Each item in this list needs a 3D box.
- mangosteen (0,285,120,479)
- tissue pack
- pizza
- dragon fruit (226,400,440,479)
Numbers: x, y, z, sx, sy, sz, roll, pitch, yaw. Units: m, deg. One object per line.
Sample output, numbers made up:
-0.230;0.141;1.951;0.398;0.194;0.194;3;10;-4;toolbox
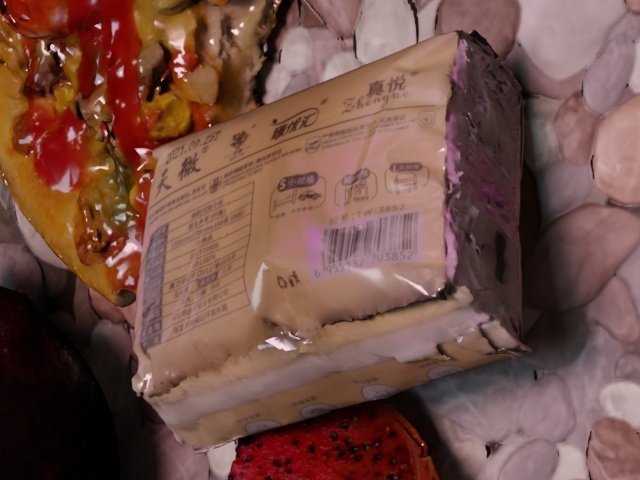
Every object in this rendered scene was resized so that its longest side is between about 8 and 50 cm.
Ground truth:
-0.297;0.148;1.426;0.307;0.307;0.347;-46;29;30;mangosteen
0.000;0.000;1.209;0.257;0.123;0.215;-17;51;29;tissue pack
-0.142;-0.209;1.404;0.406;0.130;0.440;-48;57;32;pizza
0.023;0.165;1.259;0.161;0.120;0.127;3;47;23;dragon fruit
